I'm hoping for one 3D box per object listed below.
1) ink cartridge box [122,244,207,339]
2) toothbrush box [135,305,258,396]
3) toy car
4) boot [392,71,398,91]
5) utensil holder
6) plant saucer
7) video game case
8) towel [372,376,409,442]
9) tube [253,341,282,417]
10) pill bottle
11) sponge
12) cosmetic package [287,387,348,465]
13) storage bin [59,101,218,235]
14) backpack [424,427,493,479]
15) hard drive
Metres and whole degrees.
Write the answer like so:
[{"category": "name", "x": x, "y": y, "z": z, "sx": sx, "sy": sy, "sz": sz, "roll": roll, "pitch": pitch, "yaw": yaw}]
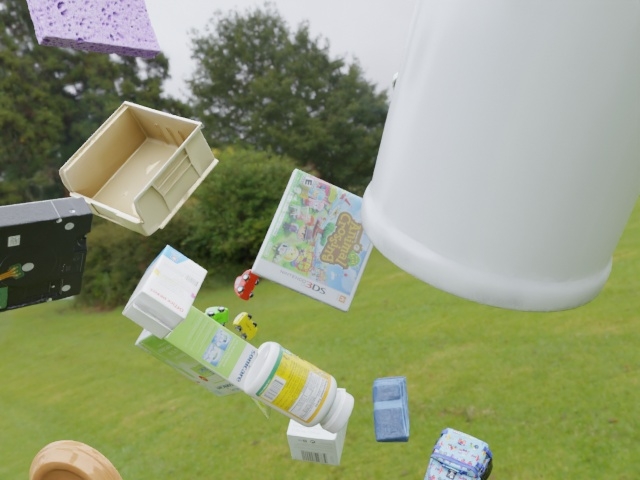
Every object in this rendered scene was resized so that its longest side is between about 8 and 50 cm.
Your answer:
[{"category": "ink cartridge box", "x": -0.287, "y": 0.101, "z": 1.245, "sx": 0.090, "sy": 0.092, "sz": 0.143, "roll": -41, "pitch": 20, "yaw": 38}, {"category": "toothbrush box", "x": -0.325, "y": 0.291, "z": 1.828, "sx": 0.206, "sy": 0.283, "sz": 0.122, "roll": -27, "pitch": 31, "yaw": 57}, {"category": "toy car", "x": -0.281, "y": 0.213, "z": 2.070, "sx": 0.053, "sy": 0.239, "sz": 0.225, "roll": 19, "pitch": 25, "yaw": 37}, {"category": "boot", "x": 0.284, "y": -0.364, "z": 1.450, "sx": 0.244, "sy": 0.088, "sz": 0.176, "roll": 3, "pitch": 46, "yaw": 23}, {"category": "utensil holder", "x": 0.246, "y": -0.164, "z": 0.807, "sx": 0.327, "sy": 0.386, "sz": 0.328, "roll": 10, "pitch": 29, "yaw": -5}, {"category": "plant saucer", "x": -0.439, "y": 0.453, "z": 1.217, "sx": 0.200, "sy": 0.200, "sz": 0.037, "roll": -18, "pitch": 10, "yaw": 21}, {"category": "video game case", "x": 0.000, "y": 0.000, "z": 1.271, "sx": 0.193, "sy": 0.212, "sz": 0.023, "roll": 24, "pitch": -12, "yaw": -8}, {"category": "towel", "x": 0.132, "y": 0.317, "z": 1.283, "sx": 0.067, "sy": 0.119, "sz": 0.029, "roll": -7, "pitch": -26, "yaw": 12}, {"category": "tube", "x": -0.129, "y": 0.320, "z": 1.557, "sx": 0.062, "sy": 0.070, "sz": 0.240, "roll": 9, "pitch": -40, "yaw": -8}, {"category": "pill bottle", "x": -0.041, "y": 0.305, "z": 1.387, "sx": 0.118, "sy": 0.208, "sz": 0.117, "roll": -55, "pitch": 11, "yaw": 16}, {"category": "sponge", "x": -0.370, "y": -0.366, "z": 1.120, "sx": 0.210, "sy": 0.117, "sz": 0.031, "roll": -8, "pitch": -14, "yaw": -47}, {"category": "cosmetic package", "x": -0.004, "y": 0.565, "z": 2.096, "sx": 0.151, "sy": 0.151, "sz": 0.184, "roll": 3, "pitch": 44, "yaw": 12}, {"category": "storage bin", "x": -0.423, "y": -0.169, "z": 1.586, "sx": 0.262, "sy": 0.123, "sz": 0.260, "roll": 20, "pitch": 62, "yaw": 31}, {"category": "backpack", "x": 0.349, "y": 0.599, "z": 1.770, "sx": 0.158, "sy": 0.117, "sz": 0.173, "roll": 20, "pitch": 52, "yaw": 29}, {"category": "hard drive", "x": -0.618, "y": 0.041, "z": 1.295, "sx": 0.339, "sy": 0.064, "sz": 0.237, "roll": -14, "pitch": -40, "yaw": -38}]
